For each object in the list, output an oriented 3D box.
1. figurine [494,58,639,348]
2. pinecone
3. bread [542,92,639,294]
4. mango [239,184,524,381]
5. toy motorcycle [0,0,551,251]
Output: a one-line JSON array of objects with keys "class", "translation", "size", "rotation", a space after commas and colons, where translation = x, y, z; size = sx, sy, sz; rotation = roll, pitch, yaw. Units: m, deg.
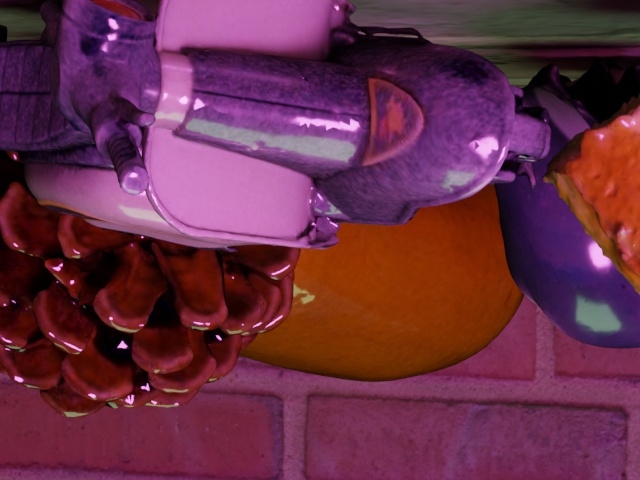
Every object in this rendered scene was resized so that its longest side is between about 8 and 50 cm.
[{"class": "figurine", "translation": [0.160, -0.022, 0.702], "size": [0.145, 0.145, 0.222], "rotation": [3, -173, 39]}, {"class": "pinecone", "translation": [-0.088, -0.010, 0.682], "size": [0.168, 0.185, 0.212], "rotation": [17, 155, -37]}, {"class": "bread", "translation": [0.129, -0.033, 0.445], "size": [0.103, 0.065, 0.187], "rotation": [-39, 179, 14]}, {"class": "mango", "translation": [0.000, 0.000, 1.137], "size": [0.300, 0.232, 0.446], "rotation": [7, 178, 30]}, {"class": "toy motorcycle", "translation": [-0.053, -0.043, 0.454], "size": [0.157, 0.091, 0.263], "rotation": [5, -179, -41]}]
